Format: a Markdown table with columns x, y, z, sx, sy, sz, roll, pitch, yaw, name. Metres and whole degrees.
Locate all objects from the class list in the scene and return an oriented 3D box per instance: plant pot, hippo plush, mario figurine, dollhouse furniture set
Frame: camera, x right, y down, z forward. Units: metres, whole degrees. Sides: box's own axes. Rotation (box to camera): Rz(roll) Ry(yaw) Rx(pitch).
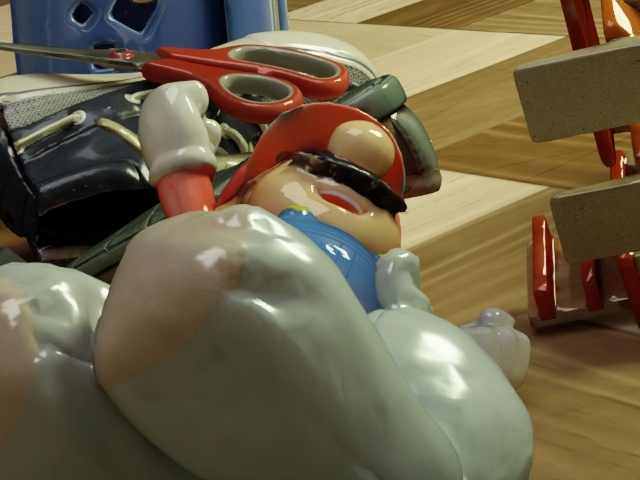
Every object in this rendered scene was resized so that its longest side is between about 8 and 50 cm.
| x | y | z | sx | sy | sz | roll | pitch | yaw | name |
| --- | --- | --- | --- | --- | --- | --- | --- | --- | --- |
| -0.136 | -0.194 | 1.579 | 0.212 | 0.236 | 0.236 | -5 | 4 | 3 | plant pot |
| -0.003 | 0.072 | 0.676 | 0.294 | 0.234 | 0.236 | -9 | 18 | 13 | hippo plush |
| 0.000 | 0.000 | 0.989 | 0.170 | 0.198 | 0.320 | -22 | 20 | 11 | mario figurine |
| 0.147 | -0.077 | 0.975 | 0.135 | 0.259 | 0.262 | -11 | 38 | 14 | dollhouse furniture set |

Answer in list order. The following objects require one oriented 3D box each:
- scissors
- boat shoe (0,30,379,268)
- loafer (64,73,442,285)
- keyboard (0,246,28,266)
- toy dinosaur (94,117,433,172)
| x | y | z | sx | sy | sz | roll | pitch | yaw | name |
| --- | --- | --- | --- | --- | --- | --- | --- | --- | --- |
| -0.125 | -0.133 | 1.372 | 0.297 | 0.021 | 0.109 | 13 | 32 | 23 | scissors |
| -0.088 | -0.058 | 1.391 | 0.341 | 0.127 | 0.158 | -12 | 40 | -21 | boat shoe |
| -0.047 | -0.007 | 1.197 | 0.267 | 0.084 | 0.096 | -30 | 9 | 17 | loafer |
| -0.186 | 0.064 | 0.952 | 0.033 | 0.201 | 0.317 | -54 | 9 | 15 | keyboard |
| -0.014 | -0.050 | 1.296 | 0.268 | 0.064 | 0.118 | 6 | 7 | -34 | toy dinosaur |
